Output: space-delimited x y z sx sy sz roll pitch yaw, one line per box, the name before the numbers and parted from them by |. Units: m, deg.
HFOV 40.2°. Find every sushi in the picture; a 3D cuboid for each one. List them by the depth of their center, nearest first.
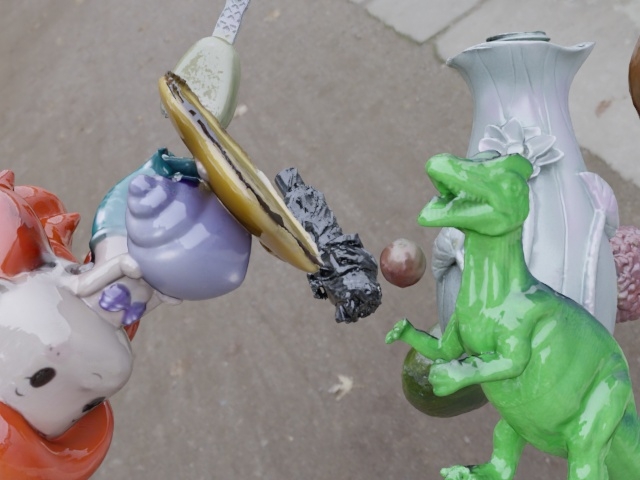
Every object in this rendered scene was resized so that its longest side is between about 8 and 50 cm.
sushi | 0.636 0.077 1.957 0.171 0.236 0.270 -16 9 -23

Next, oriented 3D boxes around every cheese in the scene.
cheese | -0.126 -0.227 1.068 0.097 0.037 0.192 24 96 14

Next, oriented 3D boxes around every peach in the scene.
peach | 0.138 0.039 1.467 0.083 0.083 0.083 -26 35 20

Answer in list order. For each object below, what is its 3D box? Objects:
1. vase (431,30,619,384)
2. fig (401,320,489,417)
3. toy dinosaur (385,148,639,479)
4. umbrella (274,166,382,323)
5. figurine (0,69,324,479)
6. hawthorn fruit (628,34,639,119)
vase | 0.261 -0.041 1.133 0.250 0.445 0.250 -3 4 0
fig | 0.290 0.257 1.668 0.235 0.203 0.203 13 59 44
toy dinosaur | 0.288 0.107 0.894 0.144 0.500 0.374 20 106 62
umbrella | 0.002 -0.003 1.651 0.128 0.336 0.154 -23 -12 -20
figurine | -0.147 0.027 0.575 0.257 0.208 0.181 -37 -8 2
hawthorn fruit | 0.425 -0.166 0.813 0.262 0.258 0.258 -36 32 -11
